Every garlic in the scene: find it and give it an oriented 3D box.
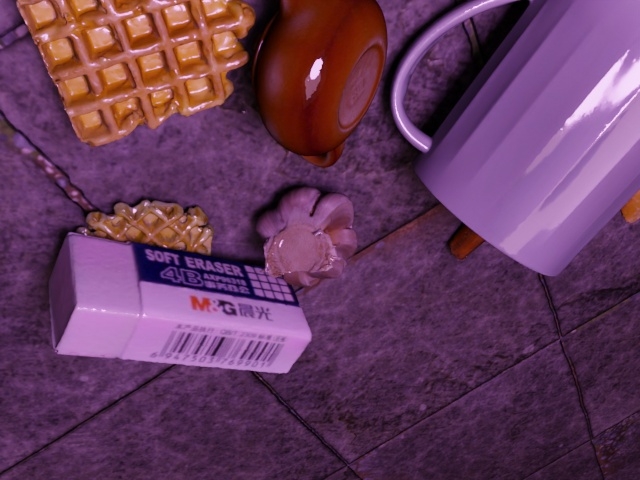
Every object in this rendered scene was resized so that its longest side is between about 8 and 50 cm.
[{"bbox_3d":[0.000,0.000,0.827,0.131,0.127,0.194,-24,162,20],"label":"garlic"}]

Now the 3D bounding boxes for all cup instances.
[{"bbox_3d":[0.263,-0.175,0.737,0.323,0.237,0.327,33,113,-6],"label":"cup"}]

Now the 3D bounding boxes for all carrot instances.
[{"bbox_3d":[0.257,-0.037,0.942,0.055,0.055,0.161,25,120,-36],"label":"carrot"}]

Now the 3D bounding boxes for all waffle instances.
[{"bbox_3d":[-0.164,-0.195,0.626,0.211,0.055,0.160,-19,131,-10],"label":"waffle"},{"bbox_3d":[-0.221,0.028,0.789,0.169,0.036,0.183,-1,125,-24],"label":"waffle"}]

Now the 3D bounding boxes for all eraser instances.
[{"bbox_3d":[-0.161,0.080,0.748,0.287,0.130,0.086,13,121,-34],"label":"eraser"}]

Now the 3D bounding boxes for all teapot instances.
[{"bbox_3d":[-0.012,-0.173,0.675,0.178,0.135,0.252,-49,161,-26],"label":"teapot"}]

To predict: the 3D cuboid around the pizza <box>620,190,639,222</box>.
[{"bbox_3d":[0.578,-0.155,0.928,0.226,0.086,0.335,9,125,-51],"label":"pizza"}]
